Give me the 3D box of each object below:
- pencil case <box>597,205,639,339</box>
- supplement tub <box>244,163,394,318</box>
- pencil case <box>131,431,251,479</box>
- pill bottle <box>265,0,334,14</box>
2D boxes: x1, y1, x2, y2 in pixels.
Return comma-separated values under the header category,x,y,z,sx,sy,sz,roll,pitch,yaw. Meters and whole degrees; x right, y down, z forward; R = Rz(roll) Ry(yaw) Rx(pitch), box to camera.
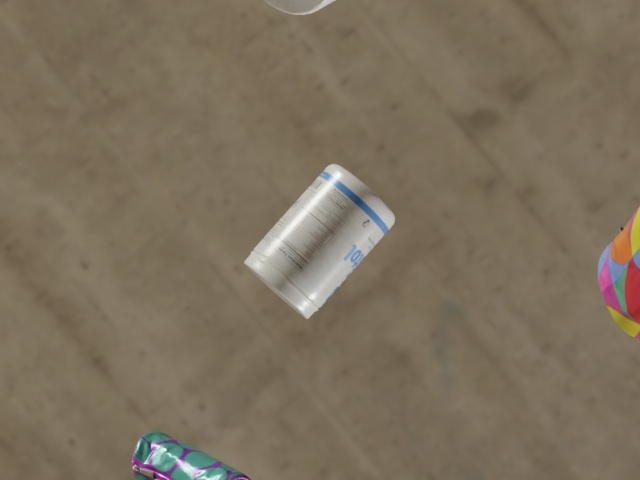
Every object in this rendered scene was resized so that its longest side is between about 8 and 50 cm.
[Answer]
category,x,y,z,sx,sy,sz,roll,pitch,yaw
pencil case,0.282,-0.017,1.329,0.104,0.104,0.236,50,149,13
supplement tub,0.000,0.000,1.458,0.071,0.107,0.071,41,176,3
pencil case,-0.138,0.258,1.999,0.151,0.070,0.064,19,114,42
pill bottle,0.070,-0.347,1.795,0.188,0.334,0.188,30,138,31
